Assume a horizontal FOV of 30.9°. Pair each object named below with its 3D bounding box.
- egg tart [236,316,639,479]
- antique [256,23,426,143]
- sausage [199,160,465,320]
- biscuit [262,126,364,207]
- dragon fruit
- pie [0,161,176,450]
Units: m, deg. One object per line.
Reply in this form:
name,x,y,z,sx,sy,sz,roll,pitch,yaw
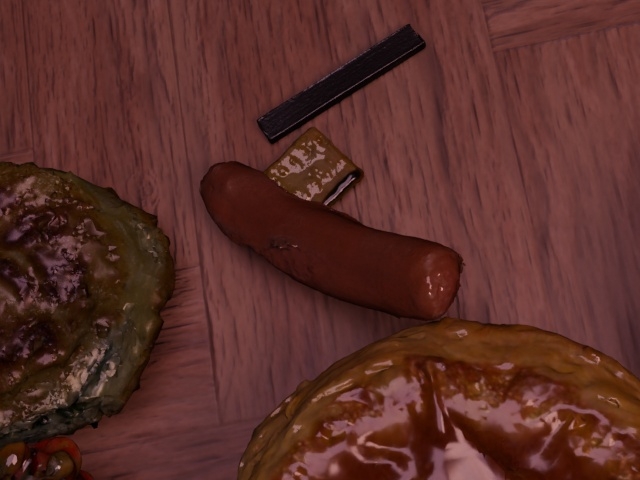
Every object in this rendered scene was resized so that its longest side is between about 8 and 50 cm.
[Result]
egg tart,0.125,0.283,0.958,0.443,0.178,0.443,-3,70,8
antique,0.021,-0.163,1.203,0.192,0.015,0.031,-32,69,-2
sausage,0.000,0.002,1.081,0.326,0.079,0.087,23,120,41
biscuit,-0.010,-0.065,1.175,0.083,0.018,0.081,-45,71,-7
dragon fruit,-0.269,0.245,1.061,0.133,0.208,0.150,45,41,7
pie,-0.317,0.062,1.137,0.354,0.103,0.288,-15,65,5
